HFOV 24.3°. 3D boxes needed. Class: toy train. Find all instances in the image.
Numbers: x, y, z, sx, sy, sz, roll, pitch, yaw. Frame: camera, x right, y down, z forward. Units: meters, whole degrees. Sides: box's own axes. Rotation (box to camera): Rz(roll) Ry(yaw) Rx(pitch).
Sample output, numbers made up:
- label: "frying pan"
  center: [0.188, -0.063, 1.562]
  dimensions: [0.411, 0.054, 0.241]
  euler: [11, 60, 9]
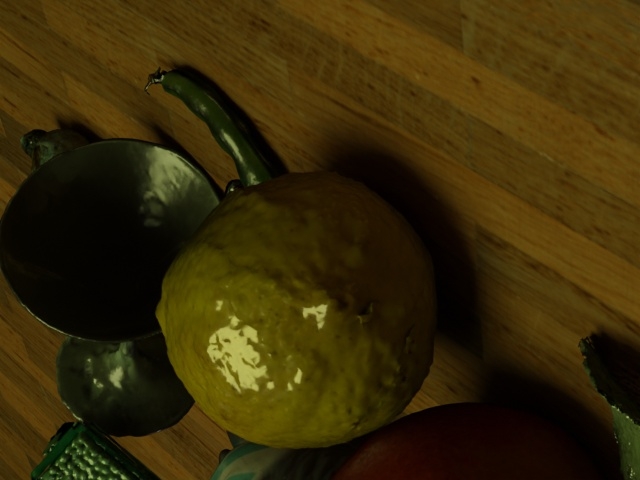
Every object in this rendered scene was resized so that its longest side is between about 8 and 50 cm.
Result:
- label: "toy train"
  center: [-0.252, 0.345, 1.937]
  dimensions: [0.269, 0.115, 0.154]
  euler: [41, 180, 0]

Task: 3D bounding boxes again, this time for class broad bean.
- label: "broad bean"
  center: [-0.106, -0.116, 1.602]
  dimensions: [0.227, 0.039, 0.069]
  euler: [46, 137, 20]

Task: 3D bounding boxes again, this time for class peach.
- label: "peach"
  center: [0.128, 0.314, 1.395]
  dimensions: [0.308, 0.332, 0.308]
  euler: [35, 156, 19]

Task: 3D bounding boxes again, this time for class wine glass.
- label: "wine glass"
  center: [-0.243, 0.087, 1.865]
  dimensions: [0.267, 0.267, 0.406]
  euler: [45, 159, 19]

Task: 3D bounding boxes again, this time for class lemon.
- label: "lemon"
  center: [-0.021, 0.070, 1.434]
  dimensions: [0.268, 0.268, 0.322]
  euler: [58, 155, -6]

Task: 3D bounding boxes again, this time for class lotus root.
- label: "lotus root"
  center: [-0.329, -0.089, 1.971]
  dimensions: [0.192, 0.088, 0.113]
  euler: [39, 135, 31]

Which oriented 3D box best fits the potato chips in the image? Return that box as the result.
- label: "potato chips"
  center: [0.292, 0.193, 1.272]
  dimensions: [0.167, 0.059, 0.228]
  euler: [25, 147, 57]

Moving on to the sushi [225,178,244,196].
- label: "sushi"
  center: [-0.078, -0.027, 1.657]
  dimensions: [0.046, 0.044, 0.083]
  euler: [18, 138, 53]

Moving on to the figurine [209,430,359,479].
- label: "figurine"
  center: [-0.046, 0.387, 1.796]
  dimensions: [0.266, 0.361, 0.378]
  euler: [41, -179, -32]
